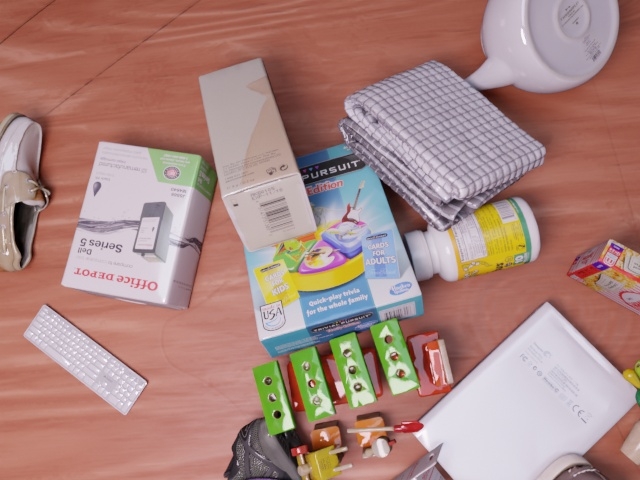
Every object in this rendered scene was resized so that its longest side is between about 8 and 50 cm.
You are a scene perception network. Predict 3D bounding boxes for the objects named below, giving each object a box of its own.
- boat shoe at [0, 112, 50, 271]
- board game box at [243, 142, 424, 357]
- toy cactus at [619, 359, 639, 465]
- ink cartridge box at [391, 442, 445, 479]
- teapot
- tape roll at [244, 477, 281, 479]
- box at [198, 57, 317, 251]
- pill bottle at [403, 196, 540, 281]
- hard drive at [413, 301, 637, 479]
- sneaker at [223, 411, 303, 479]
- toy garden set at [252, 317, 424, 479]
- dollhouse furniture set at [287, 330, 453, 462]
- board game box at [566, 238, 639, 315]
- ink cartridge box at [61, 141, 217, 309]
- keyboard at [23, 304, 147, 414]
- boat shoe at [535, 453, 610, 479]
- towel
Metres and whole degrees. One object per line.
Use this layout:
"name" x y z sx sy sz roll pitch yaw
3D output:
"boat shoe" -0.574 -0.088 1.083 0.104 0.113 0.302 13 90 7
"board game box" 0.000 0.000 0.961 0.254 0.079 0.335 -16 56 2
"toy cactus" 0.535 0.266 0.886 0.219 0.112 0.180 38 96 -28
"ink cartridge box" 0.136 0.404 0.884 0.181 0.104 0.061 -43 76 13
"teapot" 0.386 -0.382 1.018 0.256 0.187 0.252 -4 98 -21
"tape roll" -0.085 0.515 0.869 0.275 0.090 0.274 2 98 14
"box" -0.110 -0.151 0.950 0.121 0.148 0.311 -18 53 0
"pill bottle" 0.254 0.005 0.974 0.209 0.117 0.117 -14 77 2
"hard drive" 0.338 0.288 0.946 0.319 0.040 0.210 -42 78 -4
"sneaker" -0.073 0.403 0.944 0.130 0.087 0.227 -27 96 25
"toy garden set" 0.038 0.256 0.872 0.244 0.049 0.203 -21 74 11
"dollhouse furniture set" 0.076 0.220 0.936 0.259 0.135 0.261 -12 77 3
"board game box" 0.521 0.076 0.919 0.194 0.147 0.045 30 82 11
"ink cartridge box" -0.323 -0.024 1.036 0.199 0.115 0.272 9 79 7
"keyboard" -0.437 0.218 1.049 0.256 0.014 0.072 33 83 11
"boat shoe" 0.325 0.477 0.858 0.116 0.097 0.324 43 88 -20
"towel" 0.201 -0.166 0.962 0.235 0.121 0.283 -28 63 -31
